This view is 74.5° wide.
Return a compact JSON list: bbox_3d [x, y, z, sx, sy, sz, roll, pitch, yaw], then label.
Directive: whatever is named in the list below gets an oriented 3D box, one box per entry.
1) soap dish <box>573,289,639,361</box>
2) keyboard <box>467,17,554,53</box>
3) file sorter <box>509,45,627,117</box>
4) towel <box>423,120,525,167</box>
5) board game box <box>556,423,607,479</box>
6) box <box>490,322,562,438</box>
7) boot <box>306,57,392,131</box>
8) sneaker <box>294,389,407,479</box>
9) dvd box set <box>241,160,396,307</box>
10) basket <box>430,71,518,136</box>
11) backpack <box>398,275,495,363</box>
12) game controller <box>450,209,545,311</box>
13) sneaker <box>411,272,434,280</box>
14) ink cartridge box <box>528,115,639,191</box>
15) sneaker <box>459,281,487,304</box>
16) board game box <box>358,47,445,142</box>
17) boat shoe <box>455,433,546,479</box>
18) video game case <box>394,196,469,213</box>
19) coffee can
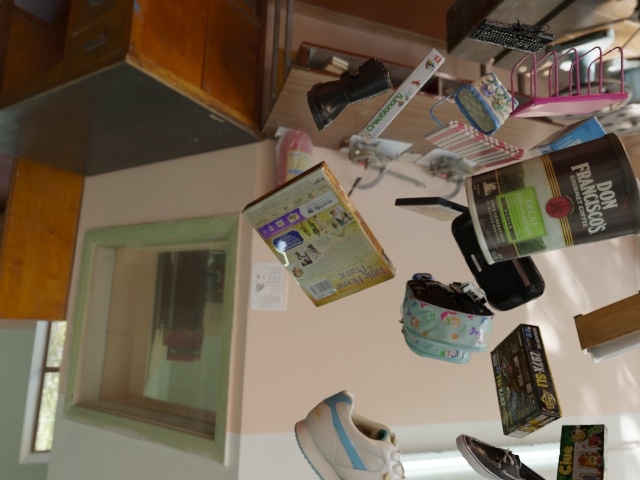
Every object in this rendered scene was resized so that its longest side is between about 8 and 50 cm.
[{"bbox_3d":[0.796,0.231,1.114,0.229,0.118,0.291,-30,151,21],"label":"soap dish"},{"bbox_3d":[0.464,-0.487,1.017,0.192,0.038,0.100,6,169,-10],"label":"keyboard"},{"bbox_3d":[0.823,-0.535,1.426,0.290,0.182,0.202,-3,-177,3],"label":"file sorter"},{"bbox_3d":[0.354,-0.225,0.987,0.197,0.029,0.144,21,178,-10],"label":"towel"},{"bbox_3d":[0.814,0.689,1.310,0.136,0.030,0.260,-31,-167,44],"label":"board game box"},{"bbox_3d":[0.714,0.495,1.495,0.079,0.322,0.257,8,140,-1],"label":"box"},{"bbox_3d":[0.078,-0.382,1.082,0.207,0.246,0.094,-16,121,15],"label":"boot"},{"bbox_3d":[0.072,0.296,0.526,0.092,0.229,0.087,-42,177,4],"label":"sneaker"},{"bbox_3d":[0.000,0.000,1.306,0.307,0.420,0.062,-26,-157,27],"label":"dvd box set"},{"bbox_3d":[0.635,-0.535,1.748,0.289,0.255,0.201,-41,-179,5],"label":"basket"},{"bbox_3d":[0.319,0.205,1.085,0.225,0.191,0.253,12,-177,2],"label":"backpack"},{"bbox_3d":[0.515,0.043,1.244,0.166,0.319,0.067,-34,157,33],"label":"game controller"},{"bbox_3d":[0.370,0.221,1.572,0.087,0.221,0.083,18,152,-29],"label":"sneaker"},{"bbox_3d":[0.754,-0.172,1.186,0.129,0.307,0.223,-34,180,13],"label":"ink cartridge box"},{"bbox_3d":[0.368,0.126,1.005,0.083,0.037,0.032,24,125,-24],"label":"sneaker"},{"bbox_3d":[0.243,-0.440,1.319,0.053,0.305,0.193,41,-173,-6],"label":"board game box"},{"bbox_3d":[0.546,0.664,1.248,0.301,0.102,0.108,38,-157,3],"label":"boat shoe"},{"bbox_3d":[0.467,-0.121,1.647,0.248,0.035,0.275,15,177,-24],"label":"video game case"},{"bbox_3d":[0.464,-0.076,0.863,0.275,0.201,0.201,-16,163,28],"label":"coffee can"}]
